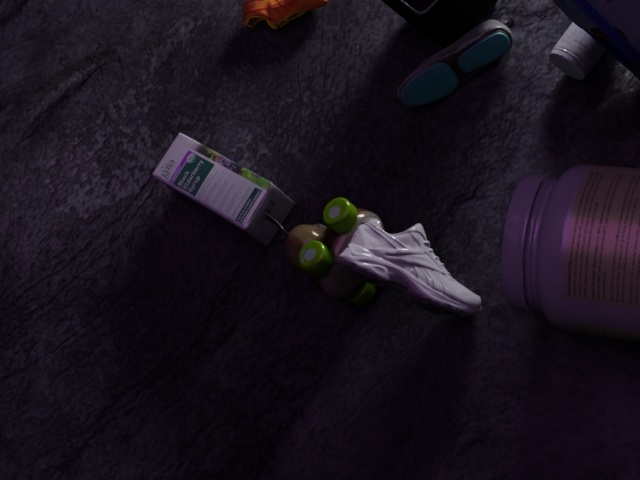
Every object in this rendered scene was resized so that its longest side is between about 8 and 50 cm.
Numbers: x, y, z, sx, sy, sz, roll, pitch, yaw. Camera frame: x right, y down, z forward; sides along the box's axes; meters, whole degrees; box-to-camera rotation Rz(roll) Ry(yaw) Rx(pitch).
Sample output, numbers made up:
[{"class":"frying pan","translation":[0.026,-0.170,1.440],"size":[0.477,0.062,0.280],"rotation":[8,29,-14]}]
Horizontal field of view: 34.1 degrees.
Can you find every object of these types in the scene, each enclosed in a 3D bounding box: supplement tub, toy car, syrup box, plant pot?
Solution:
[{"class":"supplement tub","translation":[0.431,0.019,1.410],"size":[0.325,0.235,0.235],"rotation":[7,73,27]},{"class":"supplement tub","translation":[0.419,-0.316,1.645],"size":[0.071,0.071,0.107],"rotation":[36,89,32]},{"class":"toy car","translation":[0.000,0.000,1.681],"size":[0.188,0.155,0.149],"rotation":[24,81,43]},{"class":"syrup box","translation":[-0.171,-0.091,1.819],"size":[0.237,0.096,0.093],"rotation":[30,85,30]},{"class":"plant pot","translation":[0.194,-0.433,1.737],"size":[0.188,0.167,0.187],"rotation":[-44,58,-3]}]

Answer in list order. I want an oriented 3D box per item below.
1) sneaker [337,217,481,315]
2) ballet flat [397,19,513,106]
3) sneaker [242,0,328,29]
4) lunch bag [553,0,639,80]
[{"class":"sneaker","translation":[0.149,0.035,1.575],"size":[0.232,0.090,0.115],"rotation":[26,77,-8]},{"class":"ballet flat","translation":[0.222,-0.296,1.743],"size":[0.213,0.072,0.068],"rotation":[-30,33,11]},{"class":"sneaker","translation":[-0.063,-0.426,1.933],"size":[0.175,0.064,0.067],"rotation":[-3,89,30]},{"class":"lunch bag","translation":[0.485,-0.416,1.456],"size":[0.328,0.385,0.239],"rotation":[-47,36,14]}]
